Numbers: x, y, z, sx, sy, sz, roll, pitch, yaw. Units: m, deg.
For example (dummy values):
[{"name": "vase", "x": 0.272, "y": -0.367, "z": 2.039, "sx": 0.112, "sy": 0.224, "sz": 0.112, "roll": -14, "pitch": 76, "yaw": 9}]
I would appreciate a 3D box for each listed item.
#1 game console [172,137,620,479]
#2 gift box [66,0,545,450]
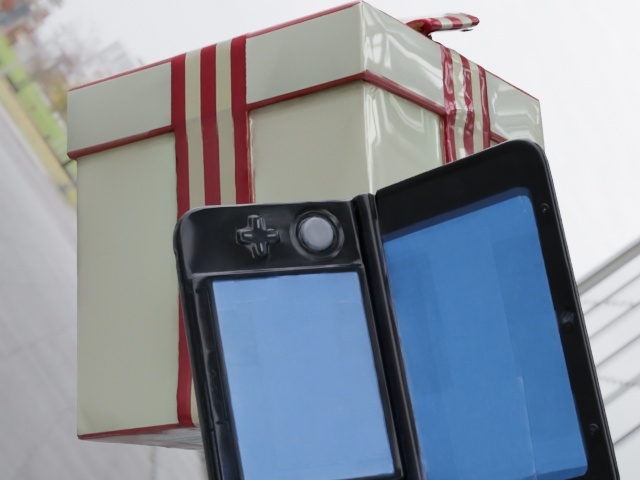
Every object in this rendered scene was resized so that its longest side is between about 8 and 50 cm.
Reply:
[{"name": "game console", "x": 0.020, "y": 0.036, "z": 0.456, "sx": 0.071, "sy": 0.107, "sz": 0.122, "roll": 138, "pitch": -55, "yaw": -61}, {"name": "gift box", "x": 0.000, "y": 0.000, "z": 0.936, "sx": 0.276, "sy": 0.255, "sz": 0.258, "roll": 19, "pitch": 65, "yaw": -59}]
